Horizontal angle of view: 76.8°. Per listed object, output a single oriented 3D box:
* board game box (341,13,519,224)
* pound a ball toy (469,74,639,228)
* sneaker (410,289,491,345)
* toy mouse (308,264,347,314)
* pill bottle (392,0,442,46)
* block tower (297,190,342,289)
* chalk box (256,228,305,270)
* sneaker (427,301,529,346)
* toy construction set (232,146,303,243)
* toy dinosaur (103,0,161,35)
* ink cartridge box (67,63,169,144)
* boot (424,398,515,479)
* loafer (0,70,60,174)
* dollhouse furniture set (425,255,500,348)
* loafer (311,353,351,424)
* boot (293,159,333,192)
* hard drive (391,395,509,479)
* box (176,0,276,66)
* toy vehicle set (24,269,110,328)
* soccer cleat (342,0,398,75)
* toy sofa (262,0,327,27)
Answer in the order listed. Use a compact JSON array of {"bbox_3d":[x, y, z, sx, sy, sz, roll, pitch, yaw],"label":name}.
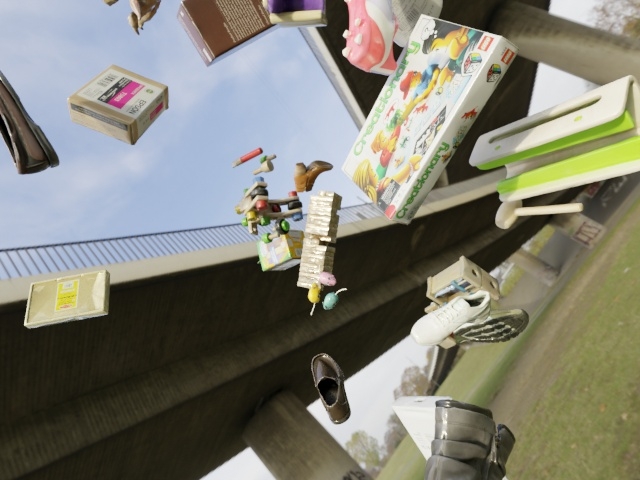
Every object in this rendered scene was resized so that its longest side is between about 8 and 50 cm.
[{"bbox_3d":[0.162,-0.205,0.689,0.053,0.193,0.305,11,-62,-34],"label":"board game box"},{"bbox_3d":[0.457,-0.155,0.789,0.319,0.208,0.135,-15,39,57],"label":"pound a ball toy"},{"bbox_3d":[0.218,0.123,0.675,0.152,0.053,0.061,-24,-40,-10],"label":"sneaker"},{"bbox_3d":[0.017,0.155,1.257,0.031,0.143,0.161,11,-102,-49],"label":"toy mouse"},{"bbox_3d":[0.139,-0.534,0.859,0.229,0.131,0.131,22,-73,-33],"label":"pill bottle"},{"bbox_3d":[0.000,0.000,1.413,0.097,0.091,0.335,14,-96,-65],"label":"block tower"},{"bbox_3d":[-0.173,0.049,1.699,0.213,0.132,0.132,-24,-16,32],"label":"chalk box"},{"bbox_3d":[0.504,0.249,1.393,0.158,0.410,0.182,30,-122,-27],"label":"sneaker"},{"bbox_3d":[-0.235,-0.147,1.448,0.237,0.308,0.257,-17,8,30],"label":"toy construction set"},{"bbox_3d":[-0.426,-0.635,0.996,0.200,0.295,0.127,-37,-56,13],"label":"toy dinosaur"},{"bbox_3d":[-0.608,-0.421,1.240,0.088,0.193,0.234,115,173,-48],"label":"ink cartridge box"},{"bbox_3d":[0.144,0.305,0.503,0.338,0.118,0.222,41,-125,-40],"label":"boot"},{"bbox_3d":[-0.751,-0.297,0.956,0.095,0.302,0.109,-38,11,-33],"label":"loafer"},{"bbox_3d":[0.354,0.166,1.006,0.129,0.129,0.183,-45,18,43],"label":"dollhouse furniture set"},{"bbox_3d":[0.025,0.384,1.099,0.080,0.220,0.078,-26,-56,-3],"label":"loafer"},{"bbox_3d":[-0.037,-0.311,1.989,0.197,0.073,0.152,-4,-53,-11],"label":"boot"},{"bbox_3d":[0.317,0.505,0.882,0.047,0.353,0.233,-30,-9,-25],"label":"hard drive"},{"bbox_3d":[-0.278,-0.789,1.406,0.381,0.143,0.191,-37,-68,-18],"label":"box"},{"bbox_3d":[-0.900,0.207,1.446,0.267,0.166,0.035,-10,-30,-5],"label":"toy vehicle set"},{"bbox_3d":[0.094,-0.404,0.697,0.095,0.083,0.248,14,-106,-31],"label":"soccer cleat"},{"bbox_3d":[-0.064,-0.783,1.088,0.177,0.150,0.362,-57,-32,-73],"label":"toy sofa"}]
